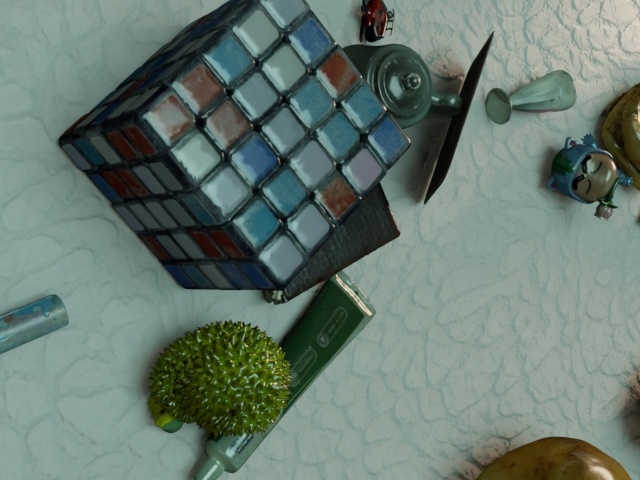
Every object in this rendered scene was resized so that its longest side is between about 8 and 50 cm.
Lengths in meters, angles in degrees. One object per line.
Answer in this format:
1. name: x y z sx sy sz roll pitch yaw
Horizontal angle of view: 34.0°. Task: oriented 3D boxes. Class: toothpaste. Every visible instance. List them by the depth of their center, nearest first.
1. toothpaste: -0.057 0.207 1.534 0.098 0.061 0.392 48 62 -15

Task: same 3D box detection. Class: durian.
1. durian: -0.136 0.181 1.421 0.198 0.146 0.159 6 62 7

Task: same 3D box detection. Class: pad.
1. pad: 0.219 -0.192 1.664 0.002 0.176 0.266 20 75 -2

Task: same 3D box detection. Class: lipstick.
1. lipstick: -0.401 0.117 1.329 0.158 0.048 0.048 -24 100 -31

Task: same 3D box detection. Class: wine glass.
1. wine glass: 0.362 -0.245 1.810 0.155 0.073 0.073 -18 97 -27

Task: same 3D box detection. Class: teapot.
1. teapot: 0.112 -0.232 1.606 0.239 0.149 0.162 16 78 -30

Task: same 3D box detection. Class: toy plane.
1. toy plane: 0.086 -0.369 1.654 0.060 0.037 0.145 20 71 -39

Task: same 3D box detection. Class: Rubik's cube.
1. Rubik's cube: -0.114 -0.127 1.378 0.287 0.293 0.292 -48 113 -24

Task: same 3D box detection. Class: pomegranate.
1. pomegranate: 0.373 0.448 1.653 0.307 0.307 0.307 2 87 -32

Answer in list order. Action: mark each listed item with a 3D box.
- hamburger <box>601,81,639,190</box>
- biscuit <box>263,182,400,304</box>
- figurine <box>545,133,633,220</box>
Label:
1. hamburger: 0.624 -0.195 1.935 0.214 0.108 0.213 9 73 -31
2. biscuit: 0.000 0.000 1.571 0.252 0.070 0.106 -30 103 -30
3. figurine: 0.492 -0.106 1.848 0.178 0.144 0.114 16 115 -42
